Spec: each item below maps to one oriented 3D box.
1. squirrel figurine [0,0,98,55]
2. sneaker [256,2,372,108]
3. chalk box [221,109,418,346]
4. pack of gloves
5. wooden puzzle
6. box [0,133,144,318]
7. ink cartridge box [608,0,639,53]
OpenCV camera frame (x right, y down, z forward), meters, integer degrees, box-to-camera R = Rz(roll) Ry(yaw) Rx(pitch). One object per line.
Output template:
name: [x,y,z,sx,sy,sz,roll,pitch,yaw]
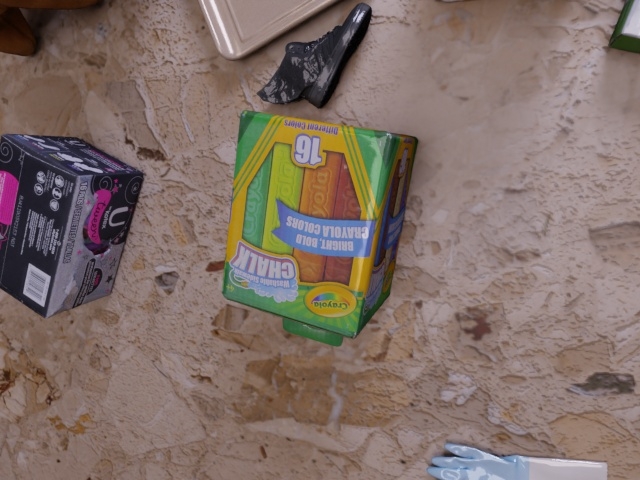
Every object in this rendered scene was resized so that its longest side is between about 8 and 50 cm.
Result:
squirrel figurine: [-0.433,-0.412,0.561,0.370,0.397,0.281,13,99,27]
sneaker: [-0.009,-0.247,0.614,0.089,0.051,0.170,34,113,7]
chalk box: [0.000,0.000,0.585,0.180,0.179,0.289,12,103,19]
pack of gloves: [0.256,0.384,0.617,0.231,0.046,0.195,0,94,19]
wooden puzzle: [-0.066,-0.392,0.620,0.238,0.044,0.221,-21,91,18]
box: [-0.423,-0.029,0.762,0.163,0.142,0.248,27,109,13]
ink cartridge box: [0.419,-0.229,0.449,0.209,0.062,0.109,20,105,16]
